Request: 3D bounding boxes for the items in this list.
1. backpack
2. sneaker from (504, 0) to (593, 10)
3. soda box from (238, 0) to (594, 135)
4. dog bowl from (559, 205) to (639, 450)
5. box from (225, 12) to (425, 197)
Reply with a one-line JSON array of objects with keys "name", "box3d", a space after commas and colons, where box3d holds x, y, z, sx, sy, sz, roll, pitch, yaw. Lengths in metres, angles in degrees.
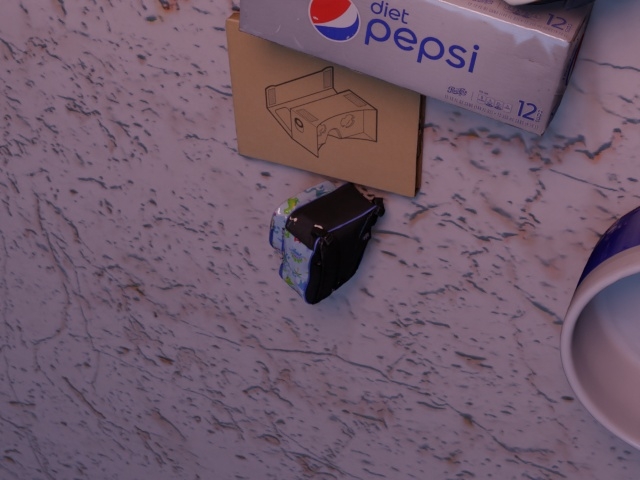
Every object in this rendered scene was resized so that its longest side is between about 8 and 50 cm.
[{"name": "backpack", "box3d": [0.000, 0.000, 1.123, 0.084, 0.105, 0.114, 40, 142, 27]}, {"name": "sneaker", "box3d": [0.208, -0.232, 0.780, 0.321, 0.127, 0.126, 6, 129, 24]}, {"name": "soda box", "box3d": [0.077, -0.195, 0.911, 0.286, 0.091, 0.098, 21, 136, 14]}, {"name": "dog bowl", "box3d": [0.360, 0.088, 0.983, 0.265, 0.104, 0.265, 16, 134, 17]}, {"name": "box", "box3d": [0.006, -0.131, 1.060, 0.201, 0.021, 0.164, 15, 133, 18]}]
